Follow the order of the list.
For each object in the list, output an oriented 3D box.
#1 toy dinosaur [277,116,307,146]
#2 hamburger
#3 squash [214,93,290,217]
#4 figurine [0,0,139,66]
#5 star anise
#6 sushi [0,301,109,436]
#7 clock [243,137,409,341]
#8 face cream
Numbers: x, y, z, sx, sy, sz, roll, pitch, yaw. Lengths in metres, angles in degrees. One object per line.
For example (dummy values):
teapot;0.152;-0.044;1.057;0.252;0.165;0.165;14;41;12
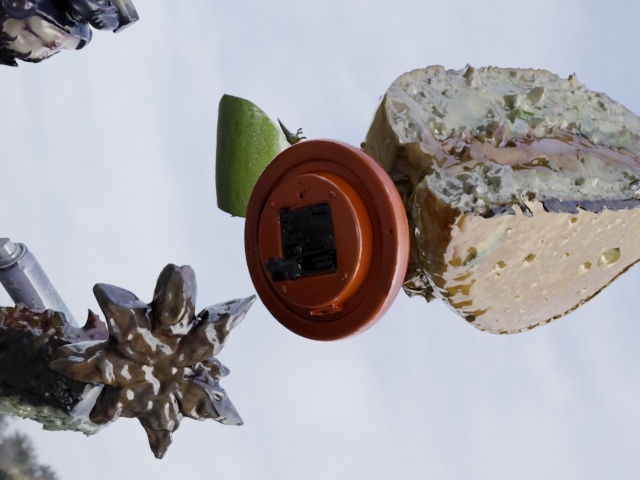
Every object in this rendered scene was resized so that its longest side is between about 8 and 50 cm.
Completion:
toy dinosaur;-0.048;-0.203;2.085;0.113;0.041;0.026;61;19;17
hamburger;0.213;-0.038;1.281;0.268;0.445;0.287;56;-47;31
squash;-0.127;-0.182;2.261;0.189;0.189;0.260;-142;-127;-59
figurine;-0.355;-0.299;1.352;0.145;0.222;0.145;39;45;-54
star anise;-0.221;0.175;1.566;0.108;0.315;0.315;-112;-168;-73
sushi;-0.474;0.213;1.794;0.343;0.182;0.196;8;-30;27
clock;0.000;0.000;1.079;0.205;0.051;0.205;2;-86;39
face cream;-0.504;0.088;1.880;0.075;0.075;0.229;46;-17;53
